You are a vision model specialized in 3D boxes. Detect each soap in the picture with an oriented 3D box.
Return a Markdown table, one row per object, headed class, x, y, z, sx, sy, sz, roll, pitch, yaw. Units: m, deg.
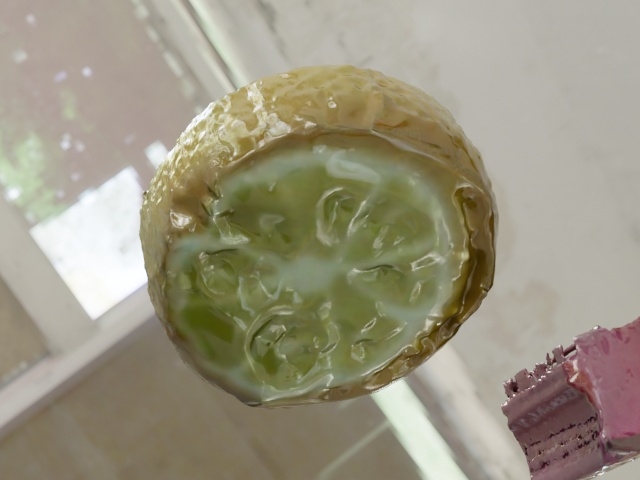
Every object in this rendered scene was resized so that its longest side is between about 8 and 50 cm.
| class | x | y | z | sx | sy | sz | roll | pitch | yaw |
| --- | --- | --- | --- | --- | --- | --- | --- | --- | --- |
| soap | 0.227 | 0.123 | 1.339 | 0.099 | 0.162 | 0.250 | 66 | -17 | 10 |

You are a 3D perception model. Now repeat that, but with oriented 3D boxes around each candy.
| class | x | y | z | sx | sy | sz | roll | pitch | yaw |
| --- | --- | --- | --- | --- | --- | --- | --- | --- | --- |
| candy | 0.000 | 0.000 | 1.211 | 0.118 | 0.260 | 0.260 | -116 | -179 | -50 |
